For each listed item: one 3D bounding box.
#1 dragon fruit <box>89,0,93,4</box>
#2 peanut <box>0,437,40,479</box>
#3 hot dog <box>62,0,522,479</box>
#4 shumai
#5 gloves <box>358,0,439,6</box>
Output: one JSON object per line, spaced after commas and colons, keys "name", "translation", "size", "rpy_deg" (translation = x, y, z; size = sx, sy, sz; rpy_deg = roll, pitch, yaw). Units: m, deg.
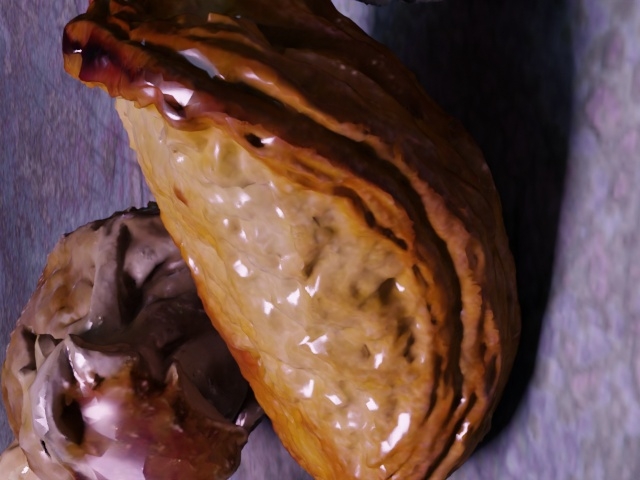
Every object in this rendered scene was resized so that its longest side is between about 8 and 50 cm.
{"name": "dragon fruit", "translation": [-0.144, -0.208, 0.698], "size": [0.317, 0.205, 0.152], "rpy_deg": [-49, 52, 56]}
{"name": "peanut", "translation": [-0.157, 0.148, 0.861], "size": [0.120, 0.136, 0.298], "rpy_deg": [-111, 30, -44]}
{"name": "hot dog", "translation": [0.002, -0.003, 0.527], "size": [0.175, 0.114, 0.259], "rpy_deg": [32, 154, 51]}
{"name": "shumai", "translation": [-0.103, 0.071, 0.665], "size": [0.209, 0.153, 0.161], "rpy_deg": [-31, 97, 20]}
{"name": "gloves", "translation": [0.029, -0.126, 0.473], "size": [0.153, 0.114, 0.070], "rpy_deg": [27, 143, 60]}
